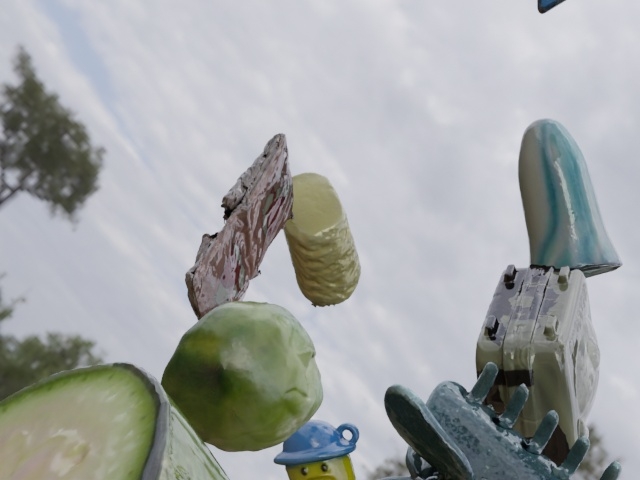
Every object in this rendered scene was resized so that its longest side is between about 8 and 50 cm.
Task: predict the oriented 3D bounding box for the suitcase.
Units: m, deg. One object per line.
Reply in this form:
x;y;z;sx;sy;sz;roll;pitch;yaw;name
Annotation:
0.393;0.241;2.206;0.193;0.351;0.339;-1;-65;20;suitcase

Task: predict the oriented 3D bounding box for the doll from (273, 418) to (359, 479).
-0.036;0.418;1.773;0.199;0.363;0.145;27;1;2;doll

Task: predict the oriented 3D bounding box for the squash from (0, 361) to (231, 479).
-0.102;0.300;0.757;0.263;0.263;0.384;23;-32;59;squash

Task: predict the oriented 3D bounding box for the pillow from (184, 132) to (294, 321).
-0.094;-0.004;1.491;0.049;0.248;0.135;16;-35;22;pillow

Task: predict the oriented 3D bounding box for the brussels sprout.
-0.078;0.132;1.208;0.149;0.152;0.122;11;-1;17;brussels sprout

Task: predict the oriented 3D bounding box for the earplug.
0.467;-0.085;2.484;0.185;0.185;0.324;127;-48;-76;earplug

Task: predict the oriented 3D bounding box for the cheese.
0.000;0.000;1.744;0.167;0.093;0.123;76;0;-48;cheese

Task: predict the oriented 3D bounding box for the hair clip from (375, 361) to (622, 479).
0.248;0.356;1.883;0.318;0.238;0.392;38;-40;23;hair clip

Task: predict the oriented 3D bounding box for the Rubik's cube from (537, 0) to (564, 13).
0.479;-0.527;2.214;0.228;0.233;0.229;-115;-143;-50;Rubik's cube
